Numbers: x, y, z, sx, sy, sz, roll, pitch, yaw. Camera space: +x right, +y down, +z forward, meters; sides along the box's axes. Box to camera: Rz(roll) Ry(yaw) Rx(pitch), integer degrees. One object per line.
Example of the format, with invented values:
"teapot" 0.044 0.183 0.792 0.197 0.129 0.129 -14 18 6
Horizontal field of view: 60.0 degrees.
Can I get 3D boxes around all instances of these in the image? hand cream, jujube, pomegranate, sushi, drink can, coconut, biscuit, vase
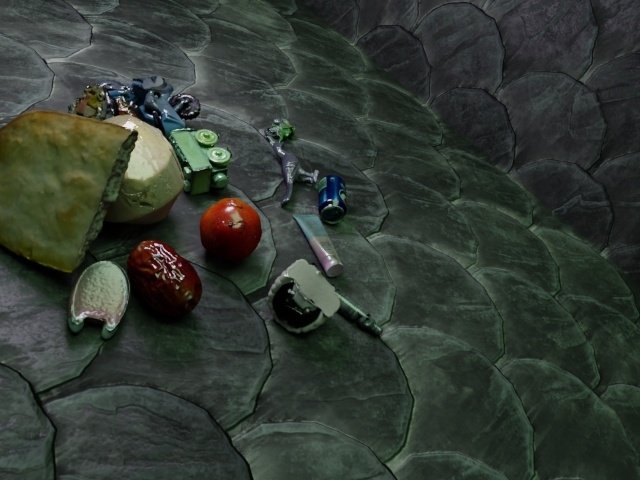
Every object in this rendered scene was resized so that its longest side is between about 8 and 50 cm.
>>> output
"hand cream" 0.000 0.000 2.074 0.111 0.070 0.312 -3 45 -29
"jujube" -0.450 0.106 1.598 0.174 0.174 0.250 -18 52 -42
"pomegranate" -0.298 -0.040 1.826 0.210 0.210 0.235 9 19 -24
"sushi" -0.748 -0.414 1.958 0.218 0.225 0.239 2 81 -66
"drink can" 0.047 -0.167 2.241 0.118 0.118 0.205 17 42 -15
"coconut" -0.598 -0.199 1.738 0.352 0.353 0.353 17 41 -15
"biscuit" -0.755 -0.147 1.544 0.446 0.430 0.104 14 0 11
"vase" 0.124 0.250 1.885 0.211 0.060 0.060 37 39 8

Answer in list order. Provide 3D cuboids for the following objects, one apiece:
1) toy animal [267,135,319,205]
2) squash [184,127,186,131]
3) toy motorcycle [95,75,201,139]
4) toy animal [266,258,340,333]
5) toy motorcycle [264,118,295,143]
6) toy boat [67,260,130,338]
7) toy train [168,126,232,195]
"toy animal" -0.104 -0.278 2.301 0.205 0.081 0.367 8 51 -31
"squash" -0.577 -0.471 2.236 0.052 0.052 0.183 -5 49 -35
"toy motorcycle" -0.676 -0.507 2.129 0.415 0.172 0.232 11 56 -9
"toy animal" -0.060 0.182 1.772 0.208 0.156 0.204 48 36 -3
"toy motorcycle" -0.176 -0.492 2.498 0.106 0.074 0.190 42 40 1
"toy boat" -0.608 0.163 1.527 0.155 0.085 0.228 16 52 -21
"toy train" -0.447 -0.297 2.054 0.188 0.159 0.272 -17 57 -31
